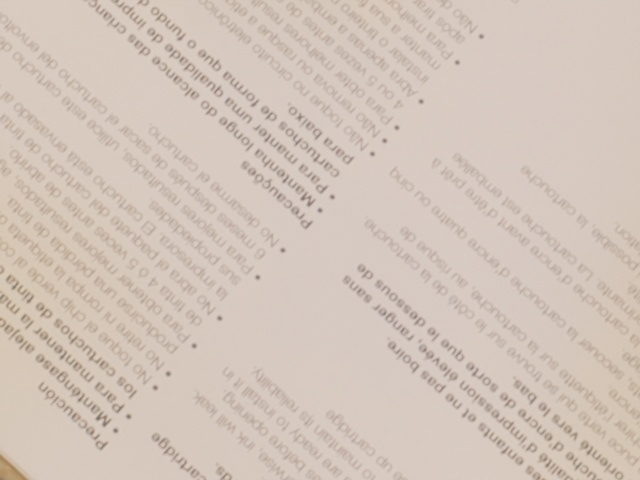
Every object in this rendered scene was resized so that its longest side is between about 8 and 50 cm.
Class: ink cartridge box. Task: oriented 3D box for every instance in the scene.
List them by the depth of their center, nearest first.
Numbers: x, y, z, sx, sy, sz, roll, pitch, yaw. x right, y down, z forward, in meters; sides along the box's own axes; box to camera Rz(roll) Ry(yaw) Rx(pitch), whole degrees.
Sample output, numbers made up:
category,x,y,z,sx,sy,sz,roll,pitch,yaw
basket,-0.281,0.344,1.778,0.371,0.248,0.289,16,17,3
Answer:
category,x,y,z,sx,sy,sz,roll,pitch,yaw
ink cartridge box,0.000,0.000,0.537,0.324,0.330,0.071,43,-7,4
